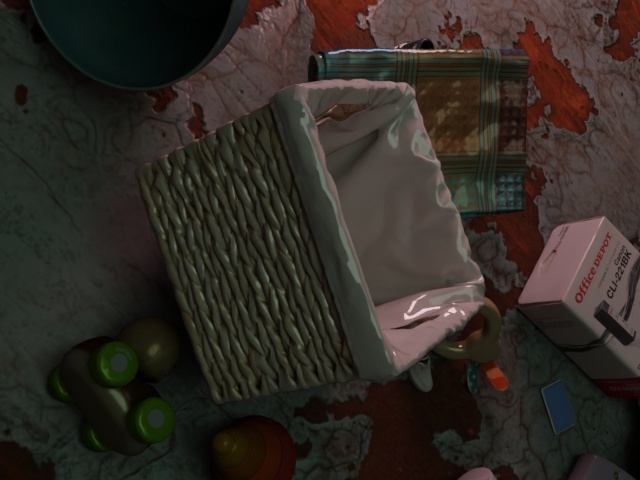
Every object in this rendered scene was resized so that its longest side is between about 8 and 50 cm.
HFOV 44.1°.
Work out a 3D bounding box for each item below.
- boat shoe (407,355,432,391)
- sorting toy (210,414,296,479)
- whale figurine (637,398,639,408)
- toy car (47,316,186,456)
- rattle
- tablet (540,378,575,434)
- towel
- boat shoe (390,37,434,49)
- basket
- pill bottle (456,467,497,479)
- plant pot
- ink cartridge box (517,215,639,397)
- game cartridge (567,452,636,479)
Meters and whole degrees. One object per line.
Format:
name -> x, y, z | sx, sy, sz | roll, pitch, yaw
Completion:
boat shoe -> 0.154, 0.189, 1.230 | 0.035, 0.035, 0.100 | -19, 90, -31
sorting toy -> -0.144, 0.373, 0.948 | 0.126, 0.127, 0.366 | 60, 46, -59
whale figurine -> 0.651, 0.382, 1.391 | 0.216, 0.141, 0.272 | 25, 48, -53
toy car -> -0.210, 0.156, 0.978 | 0.188, 0.155, 0.149 | -38, 100, -42
rattle -> 0.234, 0.138, 1.289 | 0.130, 0.143, 0.200 | -41, 120, 3
tablet -> 0.412, 0.288, 1.373 | 0.054, 0.006, 0.083 | -17, 90, -31
towel -> 0.160, -0.159, 1.219 | 0.370, 0.040, 0.271 | -6, 102, -19
boat shoe -> 0.139, -0.204, 1.272 | 0.095, 0.079, 0.255 | 23, 71, -32
basket -> 0.000, 0.000, 0.992 | 0.328, 0.266, 0.331 | -20, 90, -59
pill bottle -> 0.278, 0.443, 1.211 | 0.103, 0.103, 0.184 | -39, 100, -29
plant pot -> -0.204, -0.354, 1.024 | 0.290, 0.290, 0.195 | 58, 25, -7
ink cartridge box -> 0.505, 0.119, 1.395 | 0.273, 0.114, 0.197 | 41, 64, -15
game cartridge -> 0.514, 0.514, 1.360 | 0.294, 0.060, 0.196 | 47, 66, -14
